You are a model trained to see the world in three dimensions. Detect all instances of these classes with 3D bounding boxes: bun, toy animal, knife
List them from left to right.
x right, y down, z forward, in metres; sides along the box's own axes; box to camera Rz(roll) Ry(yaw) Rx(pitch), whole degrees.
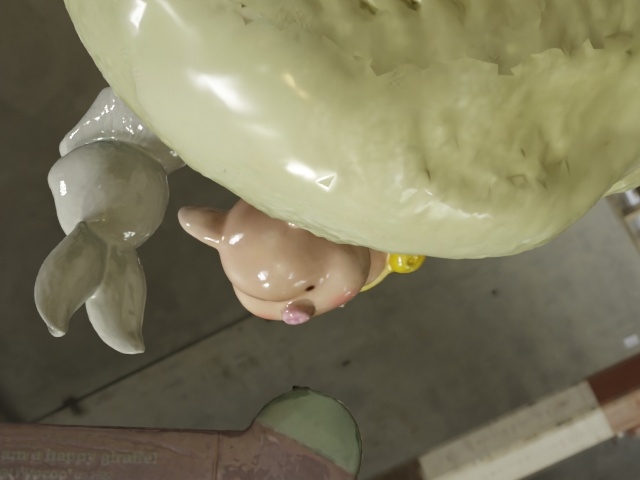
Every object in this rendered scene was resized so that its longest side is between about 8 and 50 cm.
[{"bbox_3d":[-0.168,0.174,1.018,0.038,0.399,0.132,94,177,-66],"label":"knife"},{"bbox_3d":[-0.186,-0.011,1.129,0.104,0.131,0.220,39,-119,-42],"label":"toy animal"},{"bbox_3d":[0.002,-0.002,1.301,0.248,0.165,0.149,-6,-107,-61],"label":"toy animal"},{"bbox_3d":[0.022,-0.104,0.450,0.259,0.259,0.160,66,157,17],"label":"bun"}]
